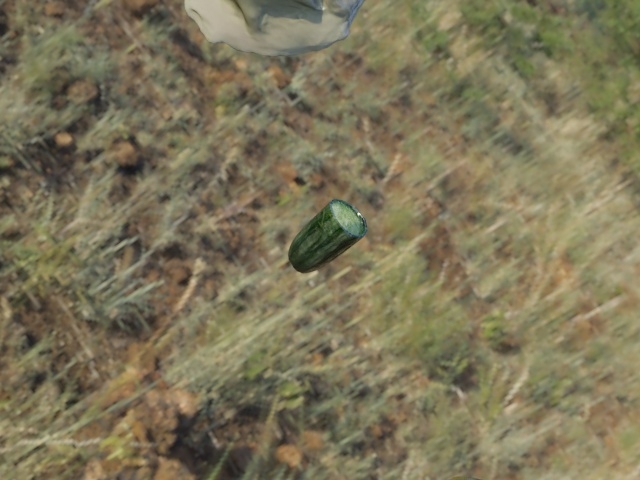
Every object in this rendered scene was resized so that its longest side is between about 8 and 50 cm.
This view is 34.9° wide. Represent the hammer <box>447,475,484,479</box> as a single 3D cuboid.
[{"bbox_3d":[0.060,0.215,0.490,0.113,0.202,0.305,34,-33,38],"label":"hammer"}]

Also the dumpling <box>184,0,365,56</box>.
[{"bbox_3d":[-0.013,-0.200,0.643,0.127,0.188,0.108,32,13,18],"label":"dumpling"}]

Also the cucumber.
[{"bbox_3d":[0.000,0.000,1.008,0.048,0.105,0.048,21,50,-28],"label":"cucumber"}]
